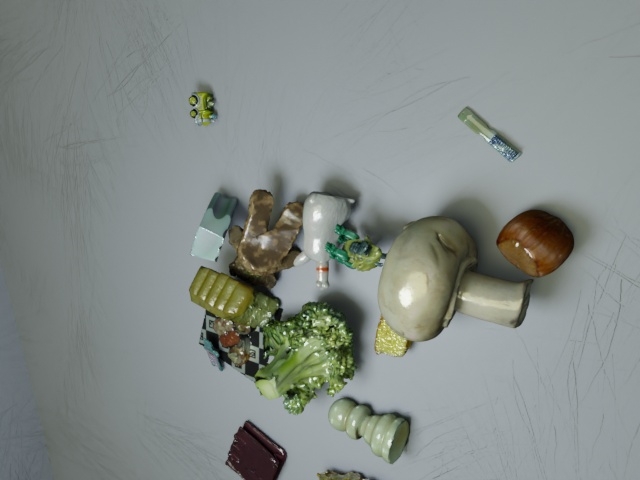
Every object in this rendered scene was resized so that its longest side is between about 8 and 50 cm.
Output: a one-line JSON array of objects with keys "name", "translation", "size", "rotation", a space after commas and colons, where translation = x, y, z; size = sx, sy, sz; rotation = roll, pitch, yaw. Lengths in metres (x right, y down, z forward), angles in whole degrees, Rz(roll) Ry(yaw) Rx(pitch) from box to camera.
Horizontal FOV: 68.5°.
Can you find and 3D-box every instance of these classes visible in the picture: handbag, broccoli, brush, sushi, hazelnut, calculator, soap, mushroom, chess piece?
[{"name": "handbag", "translation": [-0.241, 0.798, 1.730], "size": [0.216, 0.074, 0.203], "rotation": [31, 115, 24]}, {"name": "broccoli", "translation": [-0.054, 0.354, 1.412], "size": [0.277, 0.318, 0.338], "rotation": [55, 162, -5]}, {"name": "brush", "translation": [0.401, -0.253, 1.131], "size": [0.178, 0.030, 0.033], "rotation": [46, 130, 14]}, {"name": "sushi", "translation": [-0.317, 0.319, 1.668], "size": [0.320, 0.069, 0.339], "rotation": [28, 114, 23]}, {"name": "hazelnut", "translation": [0.491, 0.003, 1.073], "size": [0.150, 0.150, 0.150], "rotation": [7, 105, 30]}, {"name": "calculator", "translation": [-0.399, 0.421, 1.741], "size": [0.094, 0.019, 0.141], "rotation": [16, 129, 43]}, {"name": "soap", "translation": [-0.339, -0.044, 1.502], "size": [0.091, 0.230, 0.145], "rotation": [19, 115, -10]}, {"name": "mushroom", "translation": [0.311, 0.111, 1.116], "size": [0.336, 0.314, 0.314], "rotation": [16, 109, 28]}, {"name": "chess piece", "translation": [0.135, 0.560, 1.430], "size": [0.243, 0.133, 0.133], "rotation": [14, 108, 35]}]

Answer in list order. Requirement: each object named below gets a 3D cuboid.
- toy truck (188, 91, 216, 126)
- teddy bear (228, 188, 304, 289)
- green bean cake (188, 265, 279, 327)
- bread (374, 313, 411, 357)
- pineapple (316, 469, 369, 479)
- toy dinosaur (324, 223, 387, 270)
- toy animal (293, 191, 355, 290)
[{"name": "toy truck", "translation": [-0.380, -0.429, 1.541], "size": [0.077, 0.076, 0.111], "rotation": [-2, 101, 11]}, {"name": "teddy bear", "translation": [-0.167, 0.006, 1.467], "size": [0.247, 0.222, 0.296], "rotation": [20, 89, -9]}, {"name": "green bean cake", "translation": [-0.275, 0.189, 1.503], "size": [0.233, 0.236, 0.124], "rotation": [21, 80, 25]}, {"name": "bread", "translation": [0.215, 0.249, 1.336], "size": [0.103, 0.065, 0.187], "rotation": [17, 108, 25]}, {"name": "pineapple", "translation": [0.076, 0.805, 1.472], "size": [0.237, 0.186, 0.114], "rotation": [-14, 92, 39]}, {"name": "toy dinosaur", "translation": [0.094, 0.038, 1.268], "size": [0.153, 0.259, 0.094], "rotation": [28, 77, 6]}, {"name": "toy animal", "translation": [0.009, -0.010, 1.366], "size": [0.141, 0.138, 0.282], "rotation": [20, 118, 34]}]
